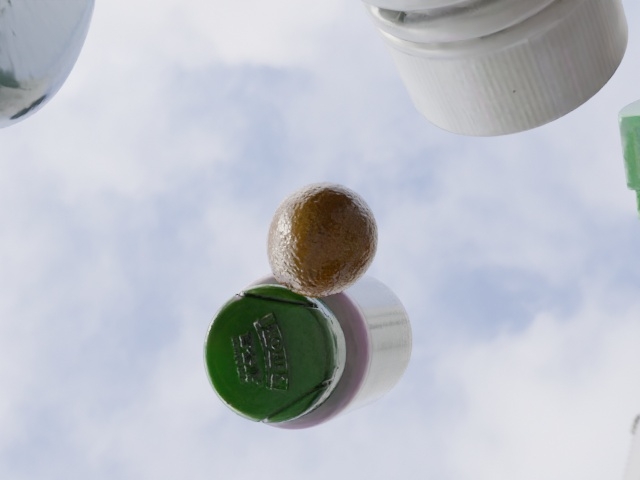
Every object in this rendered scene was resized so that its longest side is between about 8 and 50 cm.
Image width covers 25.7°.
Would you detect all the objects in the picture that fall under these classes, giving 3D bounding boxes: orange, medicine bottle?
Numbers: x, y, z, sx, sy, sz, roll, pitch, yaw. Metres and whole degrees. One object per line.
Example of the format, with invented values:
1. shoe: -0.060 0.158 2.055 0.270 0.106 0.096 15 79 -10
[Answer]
1. orange: 0.000 0.000 0.983 0.085 0.085 0.085 4 -114 -10
2. medicine bottle: -0.008 0.089 1.191 0.133 0.274 0.133 -1 -92 13
3. medicine bottle: 0.057 -0.168 0.633 0.139 0.237 0.139 -15 -136 16

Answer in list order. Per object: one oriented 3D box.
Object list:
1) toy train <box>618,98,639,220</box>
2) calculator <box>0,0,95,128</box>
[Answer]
1. toy train: 0.240 0.030 0.793 0.085 0.119 0.251 -31 -65 -57
2. calculator: -0.132 -0.144 0.511 0.042 0.184 0.295 -17 -154 6
